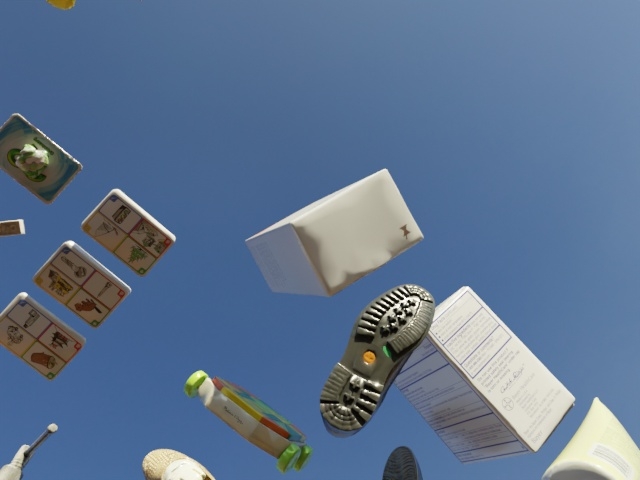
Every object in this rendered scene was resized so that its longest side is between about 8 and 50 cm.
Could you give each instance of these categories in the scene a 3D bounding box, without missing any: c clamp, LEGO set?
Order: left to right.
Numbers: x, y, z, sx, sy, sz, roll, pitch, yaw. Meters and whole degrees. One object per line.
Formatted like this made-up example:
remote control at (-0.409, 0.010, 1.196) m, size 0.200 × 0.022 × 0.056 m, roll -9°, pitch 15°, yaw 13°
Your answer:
c clamp at (-0.258, 0.220, 0.354) m, size 0.022 × 0.160 × 0.137 m, roll 36°, pitch -53°, yaw -14°
LEGO set at (-0.292, -0.012, 0.486) m, size 0.244 × 0.060 × 0.182 m, roll 41°, pitch -93°, yaw -10°

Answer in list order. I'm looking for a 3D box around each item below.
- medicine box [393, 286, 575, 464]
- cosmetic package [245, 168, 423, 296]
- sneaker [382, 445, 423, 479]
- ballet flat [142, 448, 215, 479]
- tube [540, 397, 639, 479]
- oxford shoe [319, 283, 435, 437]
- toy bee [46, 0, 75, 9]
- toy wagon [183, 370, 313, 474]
medicine box at (0.295, 0.282, 1.026) m, size 0.149 × 0.263 × 0.289 m, roll -34°, pitch -104°, yaw -28°
cosmetic package at (0.000, 0.000, 1.132) m, size 0.230 × 0.453 × 0.161 m, roll -30°, pitch -84°, yaw -19°
sneaker at (0.197, 0.572, 1.096) m, size 0.083 × 0.222 × 0.118 m, roll -17°, pitch -38°, yaw 28°
ballet flat at (-0.154, 0.344, 0.673) m, size 0.206 × 0.073 × 0.067 m, roll 35°, pitch -48°, yaw 14°
tube at (0.248, 0.195, 0.434) m, size 0.240 × 0.062 × 0.070 m, roll 10°, pitch -92°, yaw -53°
oxford shoe at (0.070, 0.148, 0.645) m, size 0.227 × 0.083 × 0.096 m, roll -47°, pitch -22°, yaw -28°
toy bee at (-0.336, -0.431, 0.748) m, size 0.162 × 0.195 × 0.298 m, roll 47°, pitch -115°, yaw -14°
toy wagon at (-0.135, 0.386, 1.083) m, size 0.068 × 0.267 × 0.344 m, roll -55°, pitch -22°, yaw -12°
